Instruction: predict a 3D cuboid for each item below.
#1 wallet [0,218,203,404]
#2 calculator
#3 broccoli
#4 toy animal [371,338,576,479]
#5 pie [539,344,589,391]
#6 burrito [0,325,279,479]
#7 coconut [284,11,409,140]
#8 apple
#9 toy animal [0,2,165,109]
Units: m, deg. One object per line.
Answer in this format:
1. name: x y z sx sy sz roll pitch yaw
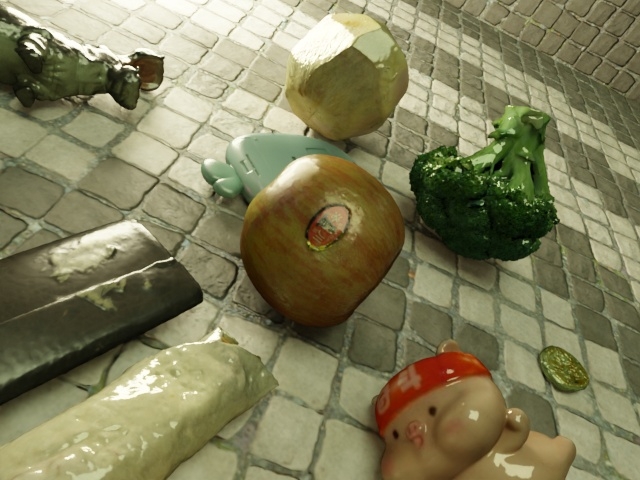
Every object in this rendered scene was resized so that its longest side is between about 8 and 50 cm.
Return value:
1. wallet: -0.292 0.067 0.531 0.170 0.044 0.321 36 40 24
2. calculator: -0.051 -0.113 0.859 0.298 0.041 0.185 -7 53 -36
3. broccoli: 0.290 -0.096 0.873 0.270 0.270 0.270 23 14 -6
4. toy animal: 0.156 0.218 0.570 0.197 0.171 0.171 43 43 10
5. pie: 0.384 0.203 0.813 0.084 0.021 0.084 13 43 -12
6. burrito: -0.196 0.192 0.458 0.117 0.076 0.392 39 40 19
7. coconut: 0.059 -0.309 0.970 0.197 0.236 0.237 52 22 -44
8. apple: 0.000 0.000 0.657 0.188 0.211 0.211 38 42 6
9. toy animal: -0.402 -0.266 0.769 0.343 0.106 0.168 9 38 -31
